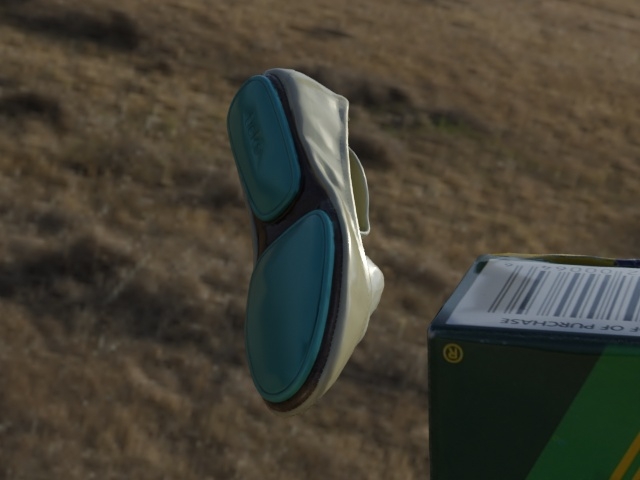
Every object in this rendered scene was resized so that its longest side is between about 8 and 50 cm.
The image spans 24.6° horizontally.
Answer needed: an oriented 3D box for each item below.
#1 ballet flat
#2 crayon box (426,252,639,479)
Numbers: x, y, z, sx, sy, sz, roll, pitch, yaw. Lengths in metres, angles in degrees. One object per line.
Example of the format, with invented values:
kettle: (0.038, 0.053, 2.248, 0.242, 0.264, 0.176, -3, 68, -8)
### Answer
ballet flat: (0.000, 0.000, 0.858, 0.086, 0.086, 0.248, 7, 51, -18)
crayon box: (0.228, 0.174, 0.546, 0.362, 0.313, 0.106, 3, 17, 18)
